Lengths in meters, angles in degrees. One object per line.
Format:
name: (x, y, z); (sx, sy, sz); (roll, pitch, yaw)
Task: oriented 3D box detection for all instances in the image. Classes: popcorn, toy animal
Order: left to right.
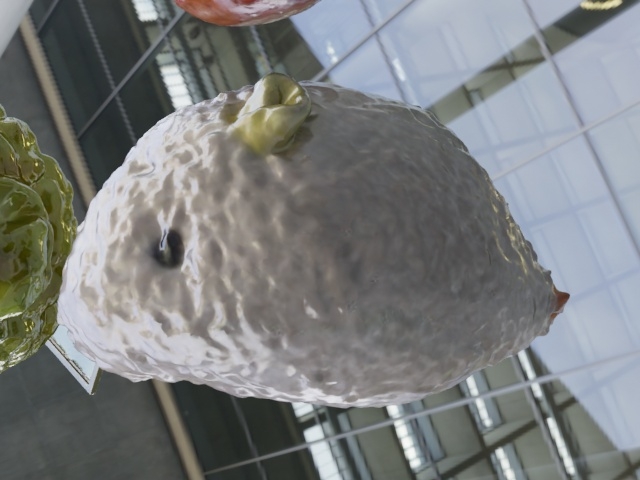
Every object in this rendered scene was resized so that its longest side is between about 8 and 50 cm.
popcorn: (-0.324, 0.014, 0.810); (0.242, 0.234, 0.250); (-53, -50, -26)
toy animal: (0.007, 0.000, 0.629); (0.358, 0.188, 0.227); (8, -95, -13)

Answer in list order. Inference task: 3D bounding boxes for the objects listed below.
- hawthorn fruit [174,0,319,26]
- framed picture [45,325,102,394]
hawthorn fruit: (-0.060, -0.250, 0.703); (0.179, 0.200, 0.179); (14, -115, -32)
framed picture: (-0.297, 0.066, 1.037); (0.010, 0.136, 0.201); (-1, -152, -47)
